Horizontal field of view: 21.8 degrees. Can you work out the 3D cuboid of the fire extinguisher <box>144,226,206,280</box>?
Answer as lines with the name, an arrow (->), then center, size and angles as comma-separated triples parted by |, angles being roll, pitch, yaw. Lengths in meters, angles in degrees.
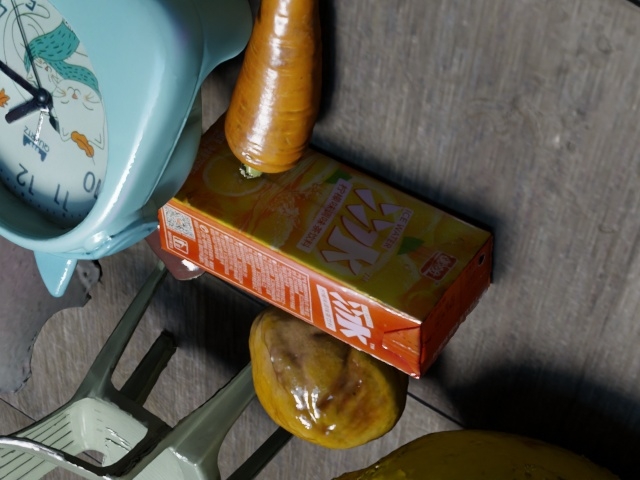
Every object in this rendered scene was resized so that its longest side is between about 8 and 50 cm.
fire extinguisher -> -0.158, -0.069, 1.243 | 0.099, 0.071, 0.231 | -32, 112, 17

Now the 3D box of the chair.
chair -> -0.165, 0.166, 1.380 | 0.190, 0.275, 0.203 | 30, 146, 17

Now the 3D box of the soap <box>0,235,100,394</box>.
soap -> -0.299, -0.018, 1.351 | 0.302, 0.159, 0.258 | 44, 163, -11

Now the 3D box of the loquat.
loquat -> 0.005, 0.095, 1.274 | 0.137, 0.113, 0.137 | 53, 169, 15

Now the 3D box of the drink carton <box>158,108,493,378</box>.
drink carton -> 0.000, 0.000, 1.156 | 0.223, 0.096, 0.071 | 26, 147, 22

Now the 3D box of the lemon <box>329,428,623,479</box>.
lemon -> 0.127, 0.266, 1.210 | 0.310, 0.258, 0.258 | 33, 149, 12

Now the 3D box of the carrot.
carrot -> -0.021, -0.134, 1.059 | 0.061, 0.061, 0.257 | 30, 139, 15

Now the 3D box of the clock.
clock -> -0.173, -0.101, 1.111 | 0.223, 0.094, 0.274 | 40, 129, 23
